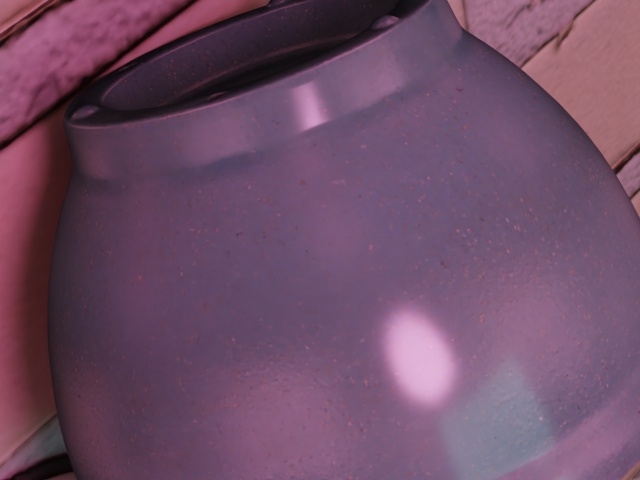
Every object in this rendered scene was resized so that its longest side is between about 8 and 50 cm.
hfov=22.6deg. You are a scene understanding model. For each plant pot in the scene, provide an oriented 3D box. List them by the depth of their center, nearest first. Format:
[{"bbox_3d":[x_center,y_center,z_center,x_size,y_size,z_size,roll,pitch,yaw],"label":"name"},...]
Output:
[{"bbox_3d":[0.000,0.000,0.718,0.293,0.293,0.196,-34,113,-35],"label":"plant pot"}]

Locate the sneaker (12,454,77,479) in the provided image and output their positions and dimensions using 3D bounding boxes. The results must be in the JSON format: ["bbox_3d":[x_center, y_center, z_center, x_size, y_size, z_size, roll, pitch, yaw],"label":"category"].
[{"bbox_3d":[-0.079,0.183,0.850,0.330,0.146,0.122,-24,135,-41],"label":"sneaker"}]
